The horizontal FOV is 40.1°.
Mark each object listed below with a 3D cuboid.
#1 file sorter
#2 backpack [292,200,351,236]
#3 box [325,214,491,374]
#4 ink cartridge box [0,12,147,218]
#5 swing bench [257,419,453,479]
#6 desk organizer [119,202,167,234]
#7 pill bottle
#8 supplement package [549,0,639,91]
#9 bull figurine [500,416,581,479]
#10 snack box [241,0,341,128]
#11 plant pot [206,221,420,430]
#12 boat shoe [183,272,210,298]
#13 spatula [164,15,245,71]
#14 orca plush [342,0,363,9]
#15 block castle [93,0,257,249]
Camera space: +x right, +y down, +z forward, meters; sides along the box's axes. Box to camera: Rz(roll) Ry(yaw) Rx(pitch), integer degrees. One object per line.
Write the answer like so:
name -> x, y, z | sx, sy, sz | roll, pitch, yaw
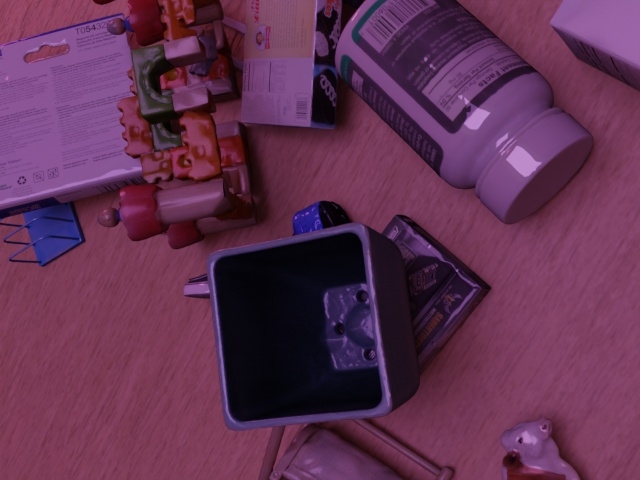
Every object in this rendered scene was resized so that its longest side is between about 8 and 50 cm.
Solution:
file sorter -> -0.558, -0.053, 1.705 | 0.118, 0.104, 0.170 | -28, 74, 21
backpack -> 0.000, 0.000, 1.426 | 0.101, 0.098, 0.120 | -21, 78, 25
box -> 0.124, 0.103, 1.379 | 0.183, 0.056, 0.231 | 41, 104, 22
ink cartridge box -> -0.486, -0.232, 1.643 | 0.324, 0.071, 0.330 | -13, 72, 4
swing bench -> 0.022, 0.409, 1.352 | 0.253, 0.165, 0.254 | 30, 105, 25
desk organizer -> -0.309, -0.038, 1.609 | 0.130, 0.050, 0.047 | 10, 90, 27
pill bottle -> 0.205, -0.205, 1.281 | 0.204, 0.204, 0.361 | -47, 68, 16
supplement package -> 0.483, -0.290, 1.152 | 0.263, 0.198, 0.199 | 35, 102, 24
bull figurine -> 0.322, 0.407, 1.233 | 0.188, 0.101, 0.310 | 14, 92, 25
snack box -> -0.048, -0.348, 1.438 | 0.187, 0.060, 0.322 | 13, 102, 47
plant pot -> 0.018, 0.123, 1.257 | 0.248, 0.252, 0.247 | -11, 82, 25
boat shoe -> -0.132, 0.053, 1.501 | 0.228, 0.080, 0.076 | -10, 75, 24
spatula -> -0.171, -0.394, 1.589 | 0.242, 0.019, 0.168 | 31, 99, 21
orca plush -> 0.126, -0.509, 1.430 | 0.151, 0.102, 0.287 | 22, 112, -18
block castle -> -0.258, -0.221, 1.423 | 0.213, 0.303, 0.453 | -11, 85, 6
